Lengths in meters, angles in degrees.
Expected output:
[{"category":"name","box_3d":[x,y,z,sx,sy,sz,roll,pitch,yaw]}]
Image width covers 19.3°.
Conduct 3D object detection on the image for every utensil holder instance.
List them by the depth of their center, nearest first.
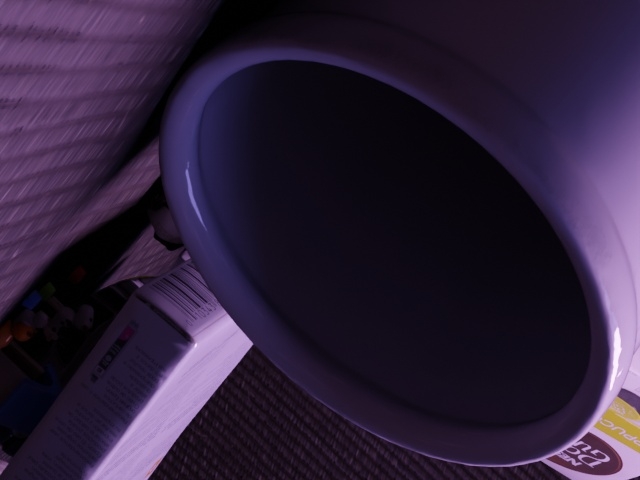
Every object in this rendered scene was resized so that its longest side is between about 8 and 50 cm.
[{"category":"utensil holder","box_3d":[0.138,-0.099,1.241,0.385,0.327,0.327,-47,179,-34]}]

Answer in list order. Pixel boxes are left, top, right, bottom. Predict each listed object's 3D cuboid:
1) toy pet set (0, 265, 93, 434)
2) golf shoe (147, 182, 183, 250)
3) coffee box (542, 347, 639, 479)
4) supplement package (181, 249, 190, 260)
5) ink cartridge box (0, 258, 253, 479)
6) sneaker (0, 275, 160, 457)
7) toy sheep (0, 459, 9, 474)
[{"category":"toy pet set","box_3d":[-0.208,0.088,1.414,0.114,0.065,0.122,-47,178,15]},{"category":"golf shoe","box_3d":[-0.084,-0.034,1.450,0.094,0.077,0.198,-46,177,-15]},{"category":"coffee box","box_3d":[0.301,0.031,2.075,0.338,0.338,0.334,-63,-167,-25]},{"category":"supplement package","box_3d":[0.001,-0.047,2.168,0.204,0.145,0.262,-48,177,40]},{"category":"ink cartridge box","box_3d":[-0.151,0.135,1.513,0.330,0.071,0.324,-51,175,21]},{"category":"sneaker","box_3d":[-0.214,0.104,1.703,0.208,0.081,0.094,-41,-173,0]},{"category":"toy sheep","box_3d":[-0.349,0.269,1.964,0.091,0.091,0.132,-46,172,-1]}]
